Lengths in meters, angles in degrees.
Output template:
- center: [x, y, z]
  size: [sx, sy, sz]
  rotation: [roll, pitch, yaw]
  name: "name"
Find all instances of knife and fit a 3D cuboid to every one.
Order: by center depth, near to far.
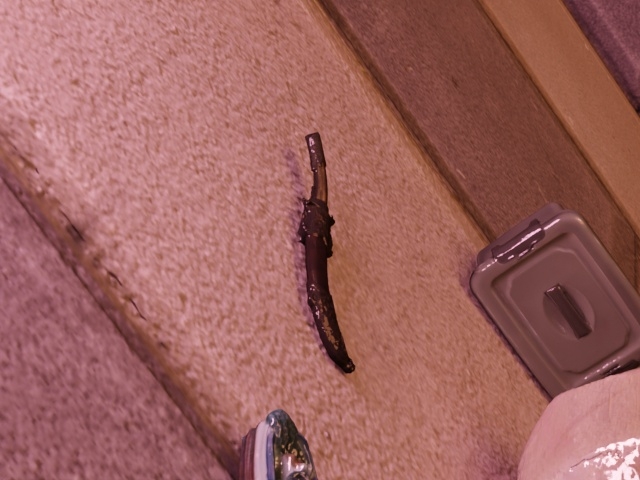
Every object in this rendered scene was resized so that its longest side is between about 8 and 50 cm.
- center: [-0.004, -0.002, 1.054]
  size: [0.045, 0.021, 0.222]
  rotation: [38, 33, -40]
  name: "knife"

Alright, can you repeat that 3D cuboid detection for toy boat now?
- center: [-0.005, 0.150, 0.779]
  size: [0.059, 0.066, 0.140]
  rotation: [45, 26, -40]
  name: "toy boat"

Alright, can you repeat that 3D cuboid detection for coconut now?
- center: [0.253, 0.198, 1.084]
  size: [0.224, 0.224, 0.234]
  rotation: [57, 23, -3]
  name: "coconut"

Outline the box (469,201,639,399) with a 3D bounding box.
- center: [0.223, 0.051, 1.360]
  size: [0.172, 0.124, 0.093]
  rotation: [53, 11, -16]
  name: "box"
